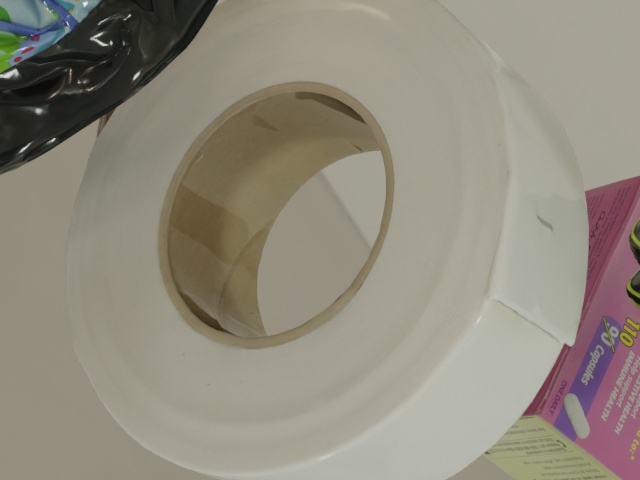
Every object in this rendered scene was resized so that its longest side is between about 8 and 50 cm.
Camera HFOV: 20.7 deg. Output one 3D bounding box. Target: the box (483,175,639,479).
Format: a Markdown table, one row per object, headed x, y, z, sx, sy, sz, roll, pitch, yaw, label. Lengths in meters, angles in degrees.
| x | y | z | sx | sy | sz | roll | pitch | yaw | label |
| --- | --- | --- | --- | --- | --- | --- | --- | --- | --- |
| 0.254 | 0.112 | 1.323 | 0.243 | 0.117 | 0.213 | 38 | 65 | -19 | box |

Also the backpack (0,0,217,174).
| x | y | z | sx | sy | sz | roll | pitch | yaw | label |
| --- | --- | --- | --- | --- | --- | --- | --- | --- | --- |
| -0.273 | -0.167 | 0.835 | 0.290 | 0.273 | 0.355 | -19 | 114 | 39 | backpack |

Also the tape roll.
| x | y | z | sx | sy | sz | roll | pitch | yaw | label |
| --- | --- | --- | --- | --- | --- | --- | --- | --- | --- |
| 0.000 | 0.000 | 0.958 | 0.286 | 0.286 | 0.100 | -42 | 144 | 12 | tape roll |

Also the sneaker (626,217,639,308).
| x | y | z | sx | sy | sz | roll | pitch | yaw | label |
| --- | --- | --- | --- | --- | --- | --- | --- | --- | --- |
| 0.273 | -0.007 | 1.024 | 0.147 | 0.145 | 0.385 | -49 | 176 | -3 | sneaker |

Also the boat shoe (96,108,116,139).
| x | y | z | sx | sy | sz | roll | pitch | yaw | label |
| --- | --- | --- | --- | --- | --- | --- | --- | --- | --- |
| -0.141 | -0.133 | 1.539 | 0.095 | 0.257 | 0.095 | 10 | 114 | -8 | boat shoe |
